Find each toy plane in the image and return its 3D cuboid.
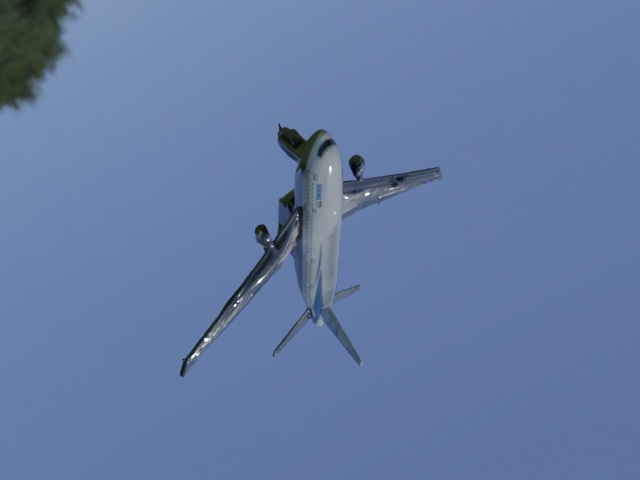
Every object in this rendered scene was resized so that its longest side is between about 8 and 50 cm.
[{"bbox_3d":[-0.002,-0.001,0.975,0.226,0.226,0.058,-37,-124,-21],"label":"toy plane"}]
